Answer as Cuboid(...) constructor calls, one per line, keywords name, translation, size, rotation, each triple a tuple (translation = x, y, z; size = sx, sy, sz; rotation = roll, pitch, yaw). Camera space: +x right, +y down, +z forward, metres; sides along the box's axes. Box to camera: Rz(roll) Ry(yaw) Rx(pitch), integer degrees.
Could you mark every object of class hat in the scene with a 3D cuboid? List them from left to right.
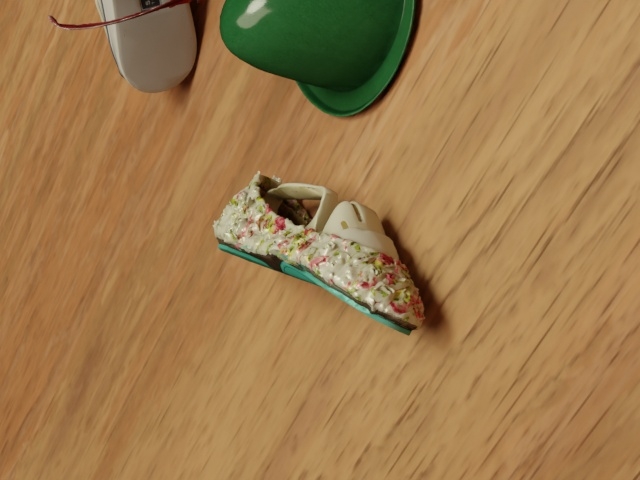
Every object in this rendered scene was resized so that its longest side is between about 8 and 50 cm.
Cuboid(name="hat", translation=(-0.058, -0.172, 1.411), size=(0.208, 0.184, 0.173), rotation=(-57, 47, 41))

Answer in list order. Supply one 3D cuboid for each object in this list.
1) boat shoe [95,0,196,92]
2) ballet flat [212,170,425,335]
Cuboid(name="boat shoe", translation=(-0.156, -0.260, 1.619), size=(0.088, 0.096, 0.267), rotation=(-133, 29, -54))
Cuboid(name="ballet flat", translation=(0.000, 0.000, 1.429), size=(0.241, 0.091, 0.077), rotation=(24, 89, 50))
